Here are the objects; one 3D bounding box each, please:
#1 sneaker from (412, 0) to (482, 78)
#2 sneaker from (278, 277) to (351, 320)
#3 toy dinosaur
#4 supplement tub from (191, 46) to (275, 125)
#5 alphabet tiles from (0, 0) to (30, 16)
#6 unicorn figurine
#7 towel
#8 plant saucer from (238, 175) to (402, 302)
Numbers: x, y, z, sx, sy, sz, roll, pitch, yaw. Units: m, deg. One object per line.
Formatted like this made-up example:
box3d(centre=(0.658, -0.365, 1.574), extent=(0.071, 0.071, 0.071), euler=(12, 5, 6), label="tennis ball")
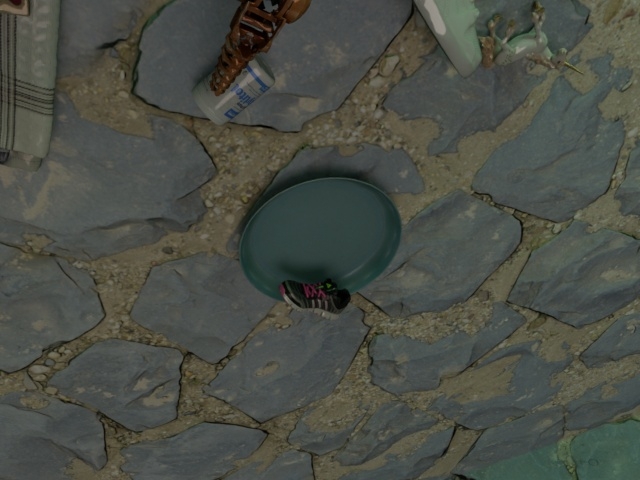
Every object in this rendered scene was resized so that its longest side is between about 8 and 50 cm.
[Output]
box3d(centre=(0.199, -0.370, 0.748), extent=(0.169, 0.108, 0.292), euler=(-31, 130, 16), label="sneaker")
box3d(centre=(-0.005, 0.104, 1.083), extent=(0.170, 0.063, 0.075), euler=(25, 120, -38), label="sneaker")
box3d(centre=(-0.063, -0.323, 0.638), extent=(0.321, 0.219, 0.164), euler=(-37, 131, 18), label="toy dinosaur")
box3d(centre=(-0.126, -0.226, 0.806), extent=(0.107, 0.071, 0.071), euler=(-36, 131, 16), label="supplement tub")
box3d(centre=(-0.501, -0.350, 0.580), extent=(0.342, 0.011, 0.286), euler=(1, 116, -17), label="alphabet tiles")
box3d(centre=(0.330, -0.313, 0.877), extent=(0.161, 0.060, 0.111), euler=(-7, 135, 12), label="unicorn figurine")
box3d(centre=(-0.503, -0.237, 0.700), extent=(0.311, 0.056, 0.324), euler=(10, 128, -23), label="towel")
box3d(centre=(0.000, 0.000, 1.063), extent=(0.317, 0.044, 0.318), euler=(-8, 133, -9), label="plant saucer")
